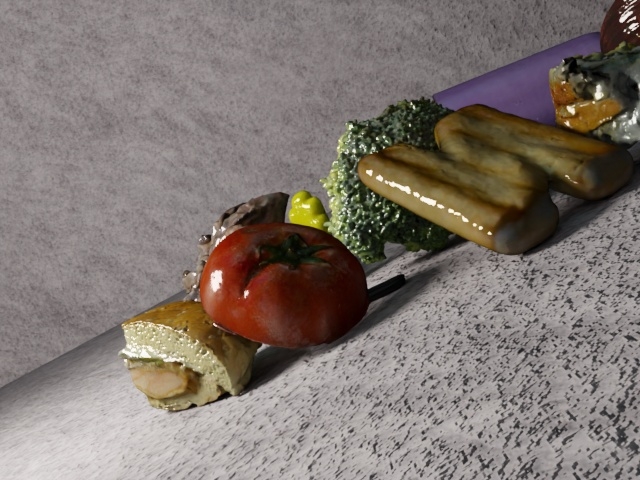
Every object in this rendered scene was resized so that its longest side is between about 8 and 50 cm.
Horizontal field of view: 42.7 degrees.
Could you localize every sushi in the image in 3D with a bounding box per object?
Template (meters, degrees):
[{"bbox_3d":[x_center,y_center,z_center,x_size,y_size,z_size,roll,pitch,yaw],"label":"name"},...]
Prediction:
[{"bbox_3d":[0.412,-0.190,1.059,0.274,0.139,0.184,-18,8,-22],"label":"sushi"}]

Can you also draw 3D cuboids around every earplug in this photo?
[{"bbox_3d":[0.505,-0.338,1.921,0.456,0.215,0.215,-24,6,11],"label":"earplug"}]

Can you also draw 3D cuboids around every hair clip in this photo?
[{"bbox_3d":[0.000,0.000,1.331,0.072,0.173,0.046,-22,7,38],"label":"hair clip"}]

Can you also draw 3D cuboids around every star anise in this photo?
[{"bbox_3d":[-0.157,0.052,1.392,0.332,0.117,0.332,-46,30,36],"label":"star anise"}]

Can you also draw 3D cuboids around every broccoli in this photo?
[{"bbox_3d":[0.130,-0.097,1.261,0.288,0.235,0.260,-16,4,-12],"label":"broccoli"}]

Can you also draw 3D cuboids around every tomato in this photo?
[{"bbox_3d":[-0.040,0.042,1.040,0.225,0.085,0.225,5,28,-3],"label":"tomato"}]

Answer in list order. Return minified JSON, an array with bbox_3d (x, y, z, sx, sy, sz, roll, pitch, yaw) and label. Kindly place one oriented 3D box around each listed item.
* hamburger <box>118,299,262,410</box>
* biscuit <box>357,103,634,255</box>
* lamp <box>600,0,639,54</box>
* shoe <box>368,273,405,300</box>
[{"bbox_3d":[-0.151,0.131,1.066,0.155,0.135,0.207,-34,10,-36],"label":"hamburger"},{"bbox_3d":[0.214,-0.086,1.036,0.237,0.062,0.290,-30,38,-26],"label":"biscuit"},{"bbox_3d":[0.573,-0.328,1.317,0.247,0.247,0.247,-28,5,3],"label":"lamp"},{"bbox_3d":[0.040,0.069,1.129,0.159,0.053,0.062,-24,9,17],"label":"shoe"}]
